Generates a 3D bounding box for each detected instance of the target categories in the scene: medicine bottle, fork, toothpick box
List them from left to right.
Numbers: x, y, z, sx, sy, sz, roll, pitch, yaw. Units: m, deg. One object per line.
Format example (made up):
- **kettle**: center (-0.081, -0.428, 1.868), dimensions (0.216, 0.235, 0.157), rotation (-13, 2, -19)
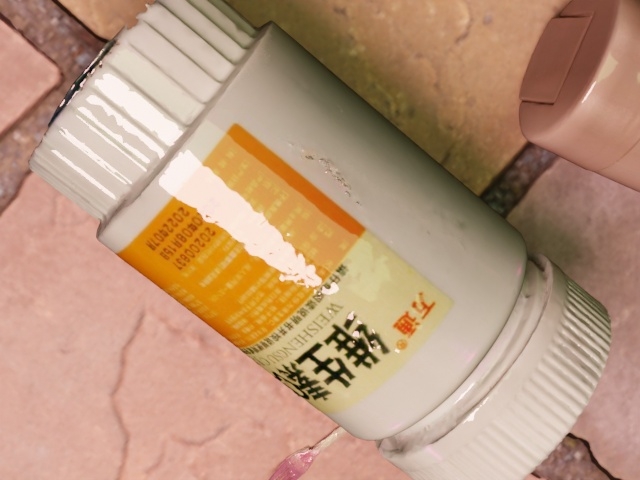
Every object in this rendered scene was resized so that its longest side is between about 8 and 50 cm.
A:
- **medicine bottle**: center (0.000, 0.000, 0.634), dimensions (0.318, 0.158, 0.158), rotation (40, 90, -12)
- **fork**: center (0.010, 0.130, 0.731), dimensions (0.115, 0.012, 0.016), rotation (-39, 106, -7)
- **toothpick box**: center (0.226, -0.077, 0.685), dimensions (0.180, 0.111, 0.111), rotation (22, 94, -13)
